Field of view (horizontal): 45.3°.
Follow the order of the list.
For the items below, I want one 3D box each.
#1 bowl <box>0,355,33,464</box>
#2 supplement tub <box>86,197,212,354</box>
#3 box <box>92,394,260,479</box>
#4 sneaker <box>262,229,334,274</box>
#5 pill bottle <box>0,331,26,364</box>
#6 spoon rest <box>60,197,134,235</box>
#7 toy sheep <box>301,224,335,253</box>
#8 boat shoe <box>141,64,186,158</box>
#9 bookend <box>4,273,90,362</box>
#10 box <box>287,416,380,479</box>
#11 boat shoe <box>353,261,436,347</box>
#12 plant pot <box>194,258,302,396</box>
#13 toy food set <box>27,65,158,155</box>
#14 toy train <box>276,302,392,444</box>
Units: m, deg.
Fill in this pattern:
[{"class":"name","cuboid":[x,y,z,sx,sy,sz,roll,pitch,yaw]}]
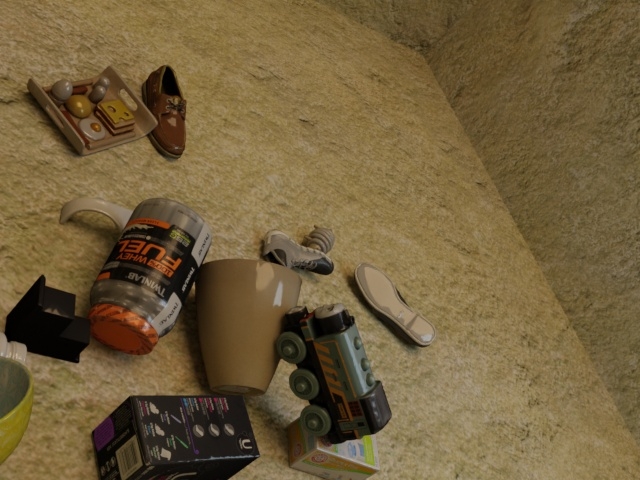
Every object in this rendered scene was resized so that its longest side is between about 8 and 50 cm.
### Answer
[{"class":"bowl","cuboid":[-0.591,0.315,1.203,0.289,0.289,0.156,-38,130,-58]},{"class":"supplement tub","cuboid":[-0.375,0.078,1.673,0.193,0.193,0.316,34,51,-21]},{"class":"box","cuboid":[-0.281,0.401,1.505,0.270,0.165,0.143,11,48,-44]},{"class":"sneaker","cuboid":[-0.071,0.073,2.199,0.228,0.086,0.132,27,42,-14]},{"class":"pill bottle","cuboid":[-0.624,0.199,1.375,0.169,0.094,0.094,23,40,-35]},{"class":"spoon rest","cuboid":[-0.468,-0.029,1.815,0.276,0.084,0.137,25,39,-32]},{"class":"toy sheep","cuboid":[0.000,0.000,2.347,0.091,0.091,0.132,45,51,-6]},{"class":"boat shoe","cuboid":[-0.441,-0.377,2.195,0.110,0.104,0.307,10,48,-45]},{"class":"bookend","cuboid":[-0.509,0.157,1.499,0.156,0.157,0.072,22,41,-35]},{"class":"box","cuboid":[0.031,0.497,1.837,0.203,0.103,0.114,28,37,-30]},{"class":"boat shoe","cuboid":[0.218,0.210,2.400,0.335,0.095,0.112,45,68,1]},{"class":"plant pot","cuboid":[-0.180,0.215,1.783,0.256,0.256,0.274,21,62,-37]},{"class":"toy food set","cuboid":[-0.588,-0.355,2.008,0.220,0.092,0.306,50,32,3]},{"class":"toy train","cuboid":[0.032,0.296,1.717,0.142,0.190,0.334,-28,102,-60]}]
